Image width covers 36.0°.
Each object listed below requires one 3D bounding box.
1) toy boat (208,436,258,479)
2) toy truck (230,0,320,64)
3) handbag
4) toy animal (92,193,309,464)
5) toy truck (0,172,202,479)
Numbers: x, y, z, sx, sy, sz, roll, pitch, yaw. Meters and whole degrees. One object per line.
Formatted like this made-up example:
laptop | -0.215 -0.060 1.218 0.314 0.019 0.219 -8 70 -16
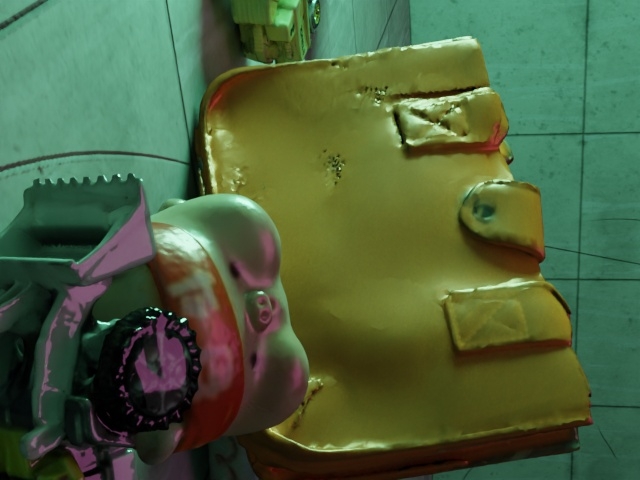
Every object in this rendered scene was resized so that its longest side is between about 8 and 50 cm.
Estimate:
toy boat | -0.084 0.177 0.970 0.134 0.078 0.208 -71 169 -64
toy truck | -0.059 -0.258 1.032 0.191 0.085 0.116 78 21 -55
handbag | 0.053 0.009 0.885 0.116 0.303 0.410 81 -1 -59
toy animal | -0.091 0.052 0.652 0.198 0.171 0.171 -113 -157 -85
toy truck | -0.137 0.110 0.521 0.111 0.136 0.286 -11 99 -50
